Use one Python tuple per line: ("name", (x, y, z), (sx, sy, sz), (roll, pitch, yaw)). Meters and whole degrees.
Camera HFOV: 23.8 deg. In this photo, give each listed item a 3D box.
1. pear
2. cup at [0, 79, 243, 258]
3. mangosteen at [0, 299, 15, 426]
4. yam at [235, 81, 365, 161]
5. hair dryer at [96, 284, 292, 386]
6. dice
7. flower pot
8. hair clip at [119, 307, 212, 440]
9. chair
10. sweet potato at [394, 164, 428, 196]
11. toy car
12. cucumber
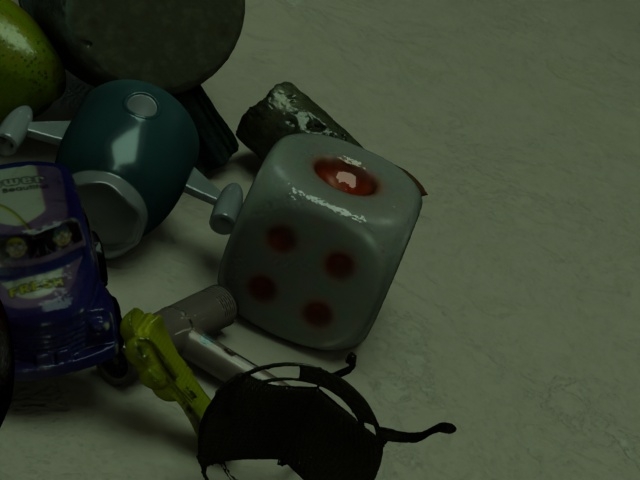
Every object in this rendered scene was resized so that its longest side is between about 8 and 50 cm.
("pear", (-0.411, -0.218, 1.870), (0.220, 0.187, 0.187), (16, 27, 11))
("cup", (-0.237, -0.074, 1.771), (0.300, 0.167, 0.173), (20, 39, -2))
("mangosteen", (-0.392, 0.083, 1.227), (0.297, 0.313, 0.297), (8, 29, -5))
("yam", (-0.009, -0.116, 2.040), (0.194, 0.107, 0.107), (42, 33, 16))
("hair dryer", (-0.102, 0.150, 1.608), (0.220, 0.053, 0.195), (40, 34, 17))
("dice", (0.000, 0.000, 1.774), (0.193, 0.192, 0.194), (22, 27, 1))
("flower pot", (-0.229, -0.314, 1.950), (0.293, 0.293, 0.330), (11, 13, -19))
("hair clip", (-0.141, 0.137, 1.504), (0.173, 0.046, 0.072), (52, 21, -20))
("chair", (-0.004, 0.195, 1.471), (0.213, 0.174, 0.149), (4, 28, -49))
("sweet potato", (0.050, -0.092, 2.107), (0.206, 0.060, 0.068), (15, 37, 5))
("toy car", (-0.292, 0.028, 1.509), (0.172, 0.158, 0.235), (-11, 40, -17))
("cucumber", (-0.163, -0.158, 2.018), (0.115, 0.062, 0.116), (58, 18, -24))
